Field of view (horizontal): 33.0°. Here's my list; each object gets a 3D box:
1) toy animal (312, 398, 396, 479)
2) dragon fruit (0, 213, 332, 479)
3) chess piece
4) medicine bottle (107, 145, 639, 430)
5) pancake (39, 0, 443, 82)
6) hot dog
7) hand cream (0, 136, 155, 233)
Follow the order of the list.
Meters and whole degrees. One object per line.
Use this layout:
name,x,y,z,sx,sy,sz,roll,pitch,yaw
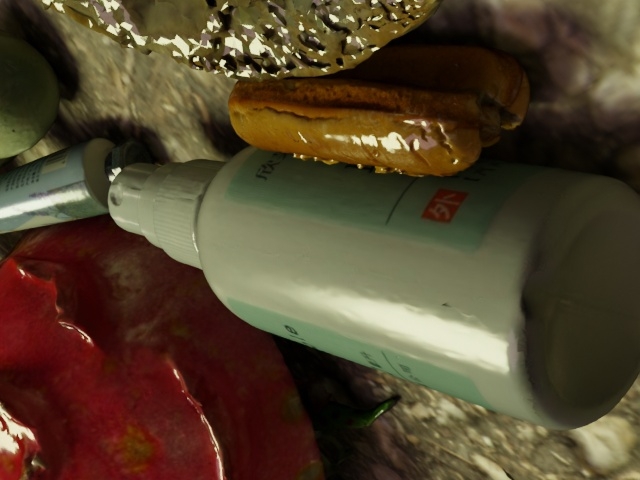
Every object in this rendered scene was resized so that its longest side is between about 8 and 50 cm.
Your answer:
toy animal,0.008,0.157,0.867,0.216,0.041,0.075,-12,118,54
dragon fruit,-0.182,0.162,0.873,0.371,0.249,0.387,-6,108,56
chess piece,-0.282,-0.098,0.833,0.243,0.133,0.133,-12,119,52
medicine bottle,0.000,0.000,0.572,0.351,0.110,0.110,13,140,47
pancake,-0.089,-0.221,0.414,0.386,0.082,0.387,28,148,19
hot dog,0.019,-0.063,0.500,0.165,0.071,0.045,12,136,48
hand cream,-0.237,-0.032,0.821,0.255,0.088,0.055,-11,101,27
